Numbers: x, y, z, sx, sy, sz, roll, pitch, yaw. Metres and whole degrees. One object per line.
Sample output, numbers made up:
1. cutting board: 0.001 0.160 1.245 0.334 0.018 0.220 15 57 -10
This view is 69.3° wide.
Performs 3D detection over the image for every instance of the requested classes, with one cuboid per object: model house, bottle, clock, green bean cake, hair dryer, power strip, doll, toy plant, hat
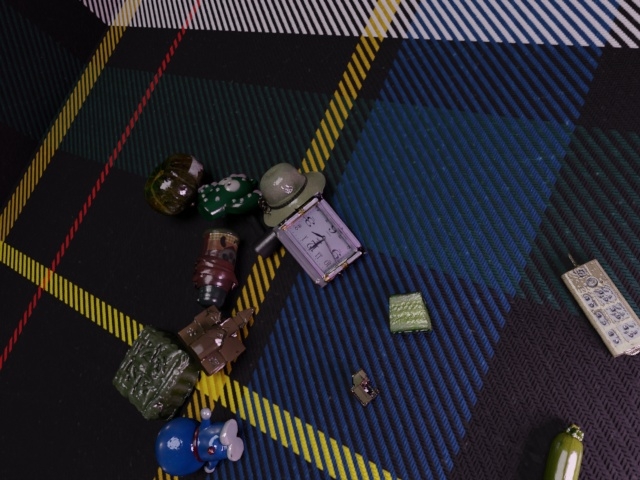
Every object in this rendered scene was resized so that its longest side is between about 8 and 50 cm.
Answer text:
1. model house: -0.299 0.281 1.464 0.248 0.176 0.181 -38 89 -25
2. bottle: -0.351 0.100 1.581 0.156 0.143 0.272 9 66 -11
3. model house: 0.111 0.405 1.270 0.083 0.057 0.058 47 121 14
4. clock: 0.000 0.000 1.425 0.186 0.083 0.253 -38 95 8
5. green bean cake: -0.537 0.439 1.541 0.254 0.132 0.241 27 80 33
6. hair dryer: -0.205 -0.053 1.620 0.114 0.070 0.248 -41 49 7
7. power strip: 0.664 0.143 1.101 0.092 0.034 0.268 -29 59 14
8. doll: -0.359 0.593 1.369 0.256 0.161 0.216 -9 97 9
9. toy plant: -0.327 -0.162 1.669 0.243 0.113 0.233 -20 43 -12
10. hat: -0.121 -0.180 1.523 0.257 0.130 0.257 -28 33 20

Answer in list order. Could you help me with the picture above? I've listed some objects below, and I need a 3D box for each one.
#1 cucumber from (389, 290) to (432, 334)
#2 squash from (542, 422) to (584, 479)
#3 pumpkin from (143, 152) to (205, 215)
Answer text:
1. cucumber: 0.246 0.206 1.274 0.115 0.062 0.117 -10 58 22
2. squash: 0.517 0.524 1.000 0.069 0.069 0.258 8 73 29
3. pumpkin: -0.553 -0.203 1.786 0.260 0.189 0.260 -32 35 26
